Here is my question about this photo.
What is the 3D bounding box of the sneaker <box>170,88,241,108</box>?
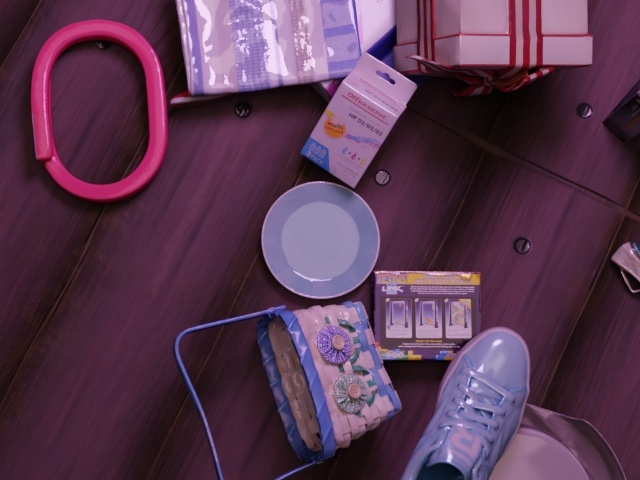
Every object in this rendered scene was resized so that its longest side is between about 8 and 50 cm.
[{"bbox_3d":[-0.188,-0.252,1.850,0.119,0.042,0.067,-15,87,-13],"label":"sneaker"}]

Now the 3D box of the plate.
[{"bbox_3d":[0.000,0.000,1.835,0.188,0.024,0.188,0,83,-3],"label":"plate"}]

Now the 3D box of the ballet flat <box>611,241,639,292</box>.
[{"bbox_3d":[0.528,0.078,1.849,0.052,0.057,0.168,-39,81,20],"label":"ballet flat"}]

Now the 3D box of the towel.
[{"bbox_3d":[-0.082,-0.340,1.813,0.285,0.034,0.209,-7,84,-2],"label":"towel"}]

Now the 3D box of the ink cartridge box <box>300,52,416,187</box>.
[{"bbox_3d":[0.059,-0.186,1.798,0.104,0.061,0.181,32,119,1],"label":"ink cartridge box"}]

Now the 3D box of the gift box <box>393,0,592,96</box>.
[{"bbox_3d":[0.233,-0.350,1.758,0.276,0.255,0.258,-4,96,-16],"label":"gift box"}]

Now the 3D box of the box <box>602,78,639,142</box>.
[{"bbox_3d":[0.560,-0.272,1.827,0.056,0.183,0.231,41,81,4],"label":"box"}]

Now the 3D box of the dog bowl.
[{"bbox_3d":[0.286,0.408,1.754,0.349,0.102,0.348,0,82,-3],"label":"dog bowl"}]

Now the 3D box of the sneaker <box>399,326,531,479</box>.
[{"bbox_3d":[0.208,0.289,1.640,0.135,0.150,0.365,26,81,0],"label":"sneaker"}]

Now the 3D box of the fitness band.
[{"bbox_3d":[-0.348,-0.203,1.833,0.209,0.054,0.290,-4,83,-7],"label":"fitness band"}]

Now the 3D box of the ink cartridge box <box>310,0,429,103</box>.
[{"bbox_3d":[0.072,-0.394,1.874,0.324,0.071,0.330,-44,85,-8],"label":"ink cartridge box"}]

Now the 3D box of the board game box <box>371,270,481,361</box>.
[{"bbox_3d":[0.164,0.120,1.816,0.170,0.048,0.141,1,80,-3],"label":"board game box"}]

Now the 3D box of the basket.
[{"bbox_3d":[-0.049,0.212,1.711,0.289,0.201,0.254,-20,84,-16],"label":"basket"}]
